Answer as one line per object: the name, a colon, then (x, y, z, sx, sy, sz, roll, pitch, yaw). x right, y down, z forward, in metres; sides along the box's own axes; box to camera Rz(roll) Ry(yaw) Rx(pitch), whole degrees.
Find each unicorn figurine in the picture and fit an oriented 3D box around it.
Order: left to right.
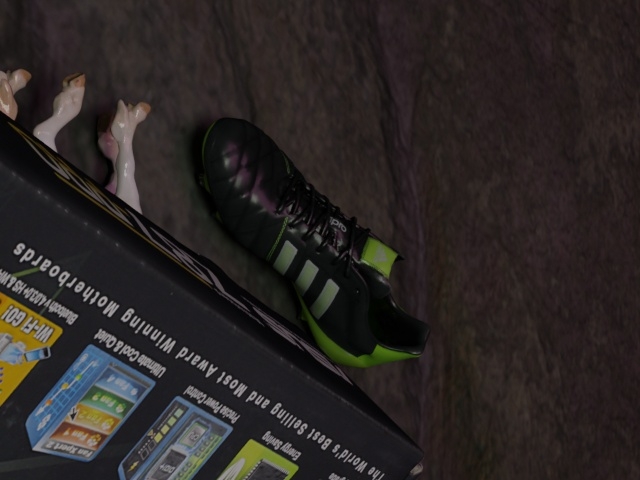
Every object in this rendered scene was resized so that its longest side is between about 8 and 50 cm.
unicorn figurine: (-0.105, -0.014, 0.793, 0.162, 0.060, 0.111, 14, 74, -36)

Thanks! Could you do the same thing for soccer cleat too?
soccer cleat: (0.000, 0.000, 0.914, 0.179, 0.072, 0.060, 55, 44, -34)

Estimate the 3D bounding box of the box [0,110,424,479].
box: (-0.173, 0.097, 0.457, 0.318, 0.097, 0.395, -47, 145, 1)
